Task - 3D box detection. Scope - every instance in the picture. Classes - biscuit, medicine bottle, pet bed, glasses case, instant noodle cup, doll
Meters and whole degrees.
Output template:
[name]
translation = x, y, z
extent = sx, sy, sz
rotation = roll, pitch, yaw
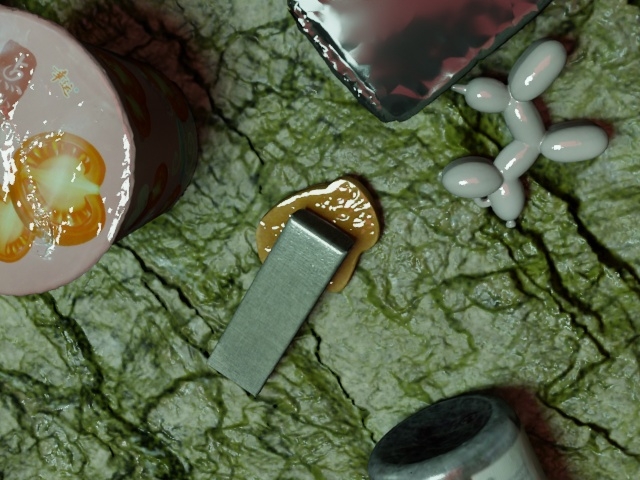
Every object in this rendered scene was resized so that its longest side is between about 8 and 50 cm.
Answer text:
[biscuit]
translation = 0.000, -0.001, 0.794
extent = 0.140, 0.023, 0.118
rotation = -17, 102, 14
[medicine bottle]
translation = 0.172, 0.311, 0.748
extent = 0.165, 0.165, 0.274
rotation = -23, 96, 13
[pet bed]
translation = 0.087, -0.237, 0.677
extent = 0.211, 0.159, 0.183
rotation = -41, 102, 19
[glasses case]
translation = -0.045, 0.068, 0.787
extent = 0.070, 0.047, 0.205
rotation = 33, 113, 4
[instant noodle cup]
translation = -0.248, -0.088, 0.717
extent = 0.242, 0.231, 0.243
rotation = 2, 100, 10
[doll]
translation = 0.190, -0.097, 0.722
extent = 0.160, 0.059, 0.161
rotation = -27, 106, 15
